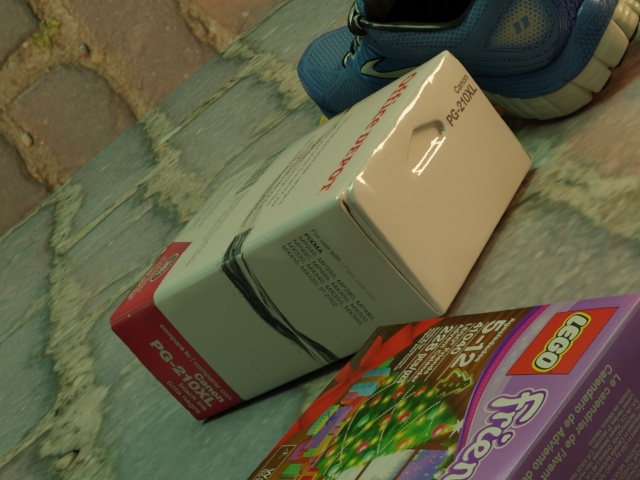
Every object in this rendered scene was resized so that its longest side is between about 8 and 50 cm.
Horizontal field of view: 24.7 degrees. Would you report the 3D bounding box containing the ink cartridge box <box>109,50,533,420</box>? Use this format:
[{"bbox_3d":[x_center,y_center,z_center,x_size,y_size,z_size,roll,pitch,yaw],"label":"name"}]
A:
[{"bbox_3d":[0.000,0.000,0.950,0.237,0.100,0.172,-27,19,43],"label":"ink cartridge box"}]

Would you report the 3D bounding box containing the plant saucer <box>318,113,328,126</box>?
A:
[{"bbox_3d":[0.103,-0.159,1.286,0.241,0.037,0.241,-38,15,12],"label":"plant saucer"}]

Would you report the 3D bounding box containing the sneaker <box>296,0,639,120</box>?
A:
[{"bbox_3d":[0.077,-0.163,1.070,0.330,0.147,0.130,-7,48,57],"label":"sneaker"}]

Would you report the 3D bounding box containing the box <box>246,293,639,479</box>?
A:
[{"bbox_3d":[0.006,0.145,0.596,0.293,0.057,0.201,-48,17,-27],"label":"box"}]
